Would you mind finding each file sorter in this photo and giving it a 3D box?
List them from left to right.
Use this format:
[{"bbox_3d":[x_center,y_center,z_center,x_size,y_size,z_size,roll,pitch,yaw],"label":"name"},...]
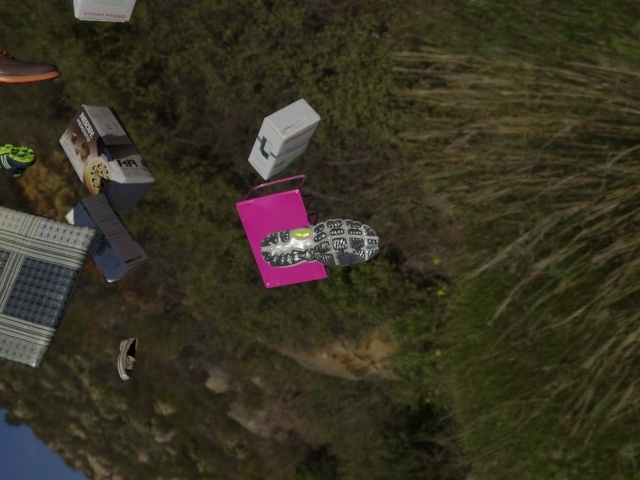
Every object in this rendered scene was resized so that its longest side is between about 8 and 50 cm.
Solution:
[{"bbox_3d":[-0.099,-0.035,2.004,0.182,0.202,0.290,-65,-39,-63],"label":"file sorter"}]

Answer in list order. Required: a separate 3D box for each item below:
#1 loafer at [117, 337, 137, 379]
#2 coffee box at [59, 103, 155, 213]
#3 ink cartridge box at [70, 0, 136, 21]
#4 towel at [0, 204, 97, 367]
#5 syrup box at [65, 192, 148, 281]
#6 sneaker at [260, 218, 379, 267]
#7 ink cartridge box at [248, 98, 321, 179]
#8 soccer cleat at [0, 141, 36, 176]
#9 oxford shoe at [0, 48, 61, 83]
[{"bbox_3d":[-0.498,0.303,1.674,0.045,0.039,0.125,58,-169,-42],"label":"loafer"},{"bbox_3d":[-0.647,-0.245,1.953,0.168,0.119,0.297,-43,70,30],"label":"coffee box"},{"bbox_3d":[-0.576,-0.699,1.743,0.212,0.154,0.093,-46,61,48],"label":"ink cartridge box"},{"bbox_3d":[-0.659,0.084,1.366,0.056,0.325,0.312,54,-128,-69],"label":"towel"},{"bbox_3d":[-0.610,-0.009,1.841,0.093,0.096,0.236,-37,87,31],"label":"syrup box"},{"bbox_3d":[0.000,0.000,1.484,0.110,0.276,0.106,-36,-57,-75],"label":"sneaker"},{"bbox_3d":[-0.103,-0.286,1.826,0.087,0.153,0.208,49,148,9],"label":"ink cartridge box"},{"bbox_3d":[-0.684,-0.177,1.457,0.179,0.060,0.072,19,121,45],"label":"soccer cleat"},{"bbox_3d":[-0.751,-0.416,1.505,0.097,0.272,0.098,18,110,62],"label":"oxford shoe"}]
